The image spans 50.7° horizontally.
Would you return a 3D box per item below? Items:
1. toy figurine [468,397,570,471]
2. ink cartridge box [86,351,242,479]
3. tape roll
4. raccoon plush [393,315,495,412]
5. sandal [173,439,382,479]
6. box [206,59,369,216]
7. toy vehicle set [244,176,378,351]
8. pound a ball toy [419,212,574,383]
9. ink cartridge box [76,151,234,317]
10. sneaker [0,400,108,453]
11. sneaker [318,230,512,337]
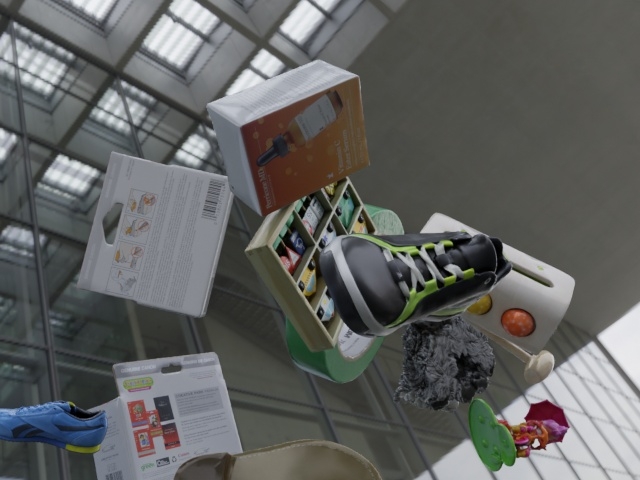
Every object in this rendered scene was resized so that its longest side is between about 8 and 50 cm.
[{"bbox_3d":[0.374,0.337,1.212,0.159,0.130,0.173,-9,-2,-12],"label":"toy figurine"},{"bbox_3d":[-0.346,0.407,1.511,0.130,0.272,0.309,-27,-19,33],"label":"ink cartridge box"},{"bbox_3d":[0.055,0.093,1.221,0.321,0.077,0.321,-38,-45,-51],"label":"tape roll"},{"bbox_3d":[0.264,0.249,1.759,0.216,0.446,0.299,-16,-2,-24],"label":"raccoon plush"},{"bbox_3d":[-0.042,0.279,0.772,0.240,0.088,0.079,-4,-29,12],"label":"sandal"},{"bbox_3d":[-0.036,-0.132,0.855,0.170,0.091,0.130,-28,-51,-22],"label":"box"},{"bbox_3d":[0.000,0.000,0.921,0.035,0.267,0.166,-18,-63,29],"label":"toy vehicle set"},{"bbox_3d":[0.294,0.123,1.205,0.136,0.319,0.208,-46,-20,-50],"label":"pound a ball toy"},{"bbox_3d":[-0.336,-0.012,1.408,0.261,0.296,0.066,13,-4,0],"label":"ink cartridge box"},{"bbox_3d":[-0.464,0.297,1.136,0.209,0.069,0.082,12,-80,-8],"label":"sneaker"},{"bbox_3d":[0.089,0.017,0.550,0.097,0.084,0.234,-34,-17,28],"label":"sneaker"}]
